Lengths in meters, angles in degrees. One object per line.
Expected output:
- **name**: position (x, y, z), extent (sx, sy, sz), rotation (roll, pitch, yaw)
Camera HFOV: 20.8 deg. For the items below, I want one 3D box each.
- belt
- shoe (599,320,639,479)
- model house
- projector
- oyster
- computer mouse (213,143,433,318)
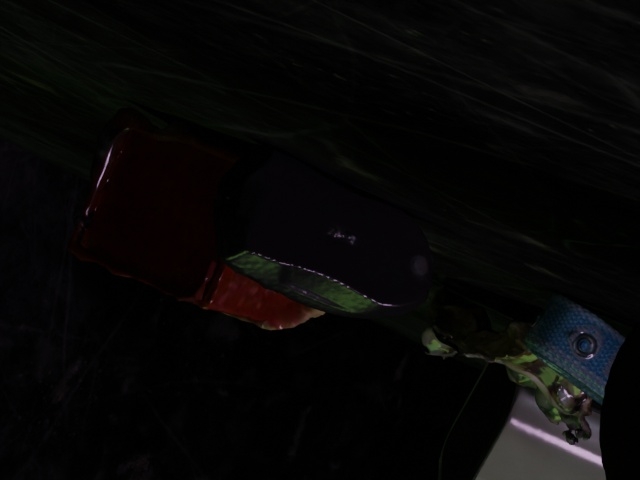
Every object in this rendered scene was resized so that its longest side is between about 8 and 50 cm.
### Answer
- **belt**: position (0.335, 0.161, 1.708), extent (0.302, 0.072, 0.087), rotation (36, 173, 8)
- **shoe**: position (0.307, 0.207, 1.091), extent (0.171, 0.384, 0.237), rotation (-30, 145, 28)
- **model house**: position (-0.094, -0.006, 1.749), extent (0.196, 0.160, 0.254), rotation (20, 176, 35)
- **projector**: position (0.322, 0.298, 2.393), extent (0.249, 0.248, 0.248), rotation (24, -157, -6)
- **oyster**: position (0.242, 0.140, 2.112), extent (0.238, 0.115, 0.351), rotation (33, 171, -2)
- **computer mouse**: position (0.000, 0.000, 1.579), extent (0.217, 0.122, 0.073), rotation (25, 152, -21)
